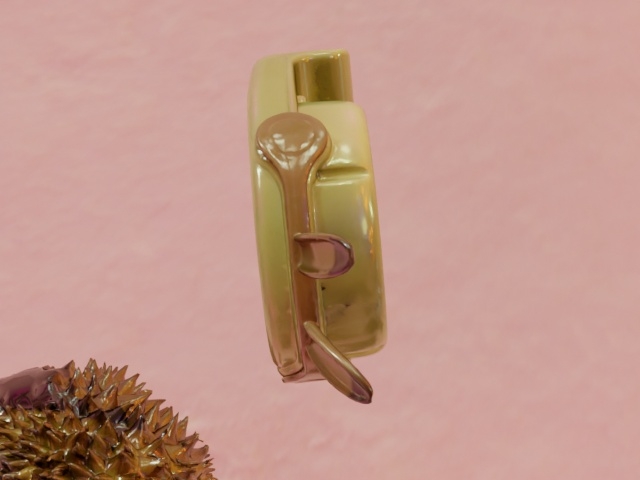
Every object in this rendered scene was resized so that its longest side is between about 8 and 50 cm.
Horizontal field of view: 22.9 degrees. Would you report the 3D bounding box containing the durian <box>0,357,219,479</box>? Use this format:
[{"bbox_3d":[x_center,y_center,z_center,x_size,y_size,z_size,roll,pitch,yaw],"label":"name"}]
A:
[{"bbox_3d":[-0.244,0.285,1.497,0.347,0.384,0.348,-1,75,3],"label":"durian"}]

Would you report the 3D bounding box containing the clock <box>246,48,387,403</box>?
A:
[{"bbox_3d":[0.000,0.000,0.892,0.069,0.232,0.170,-5,115,0],"label":"clock"}]
